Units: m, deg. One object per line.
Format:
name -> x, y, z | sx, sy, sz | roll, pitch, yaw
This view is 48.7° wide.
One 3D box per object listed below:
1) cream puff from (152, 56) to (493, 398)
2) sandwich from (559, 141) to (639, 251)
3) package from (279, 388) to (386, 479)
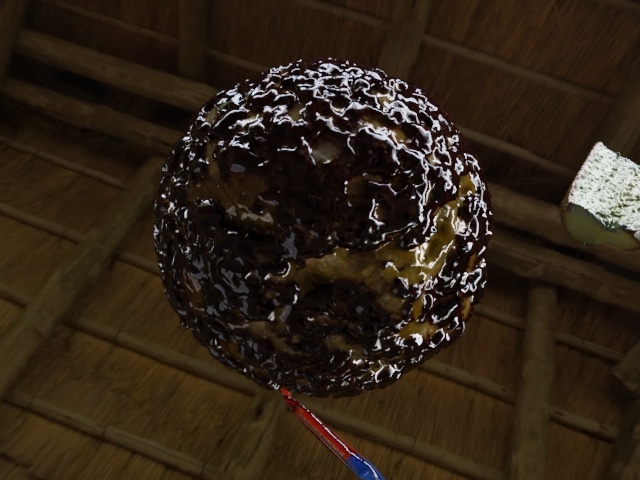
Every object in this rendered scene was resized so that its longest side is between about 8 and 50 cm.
cream puff -> 0.000, 0.000, 0.476 | 0.239, 0.165, 0.239 | 1, -62, 2
sandwich -> 0.317, -0.039, 0.763 | 0.094, 0.258, 0.096 | 29, -83, 17
package -> 0.025, 0.242, 0.818 | 0.200, 0.083, 0.022 | 39, -100, 28
